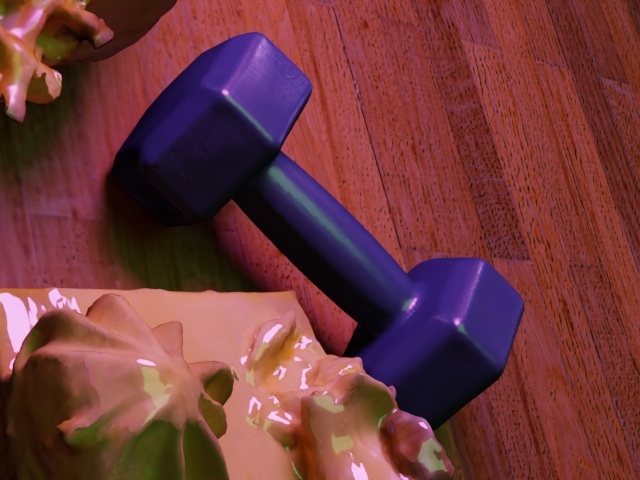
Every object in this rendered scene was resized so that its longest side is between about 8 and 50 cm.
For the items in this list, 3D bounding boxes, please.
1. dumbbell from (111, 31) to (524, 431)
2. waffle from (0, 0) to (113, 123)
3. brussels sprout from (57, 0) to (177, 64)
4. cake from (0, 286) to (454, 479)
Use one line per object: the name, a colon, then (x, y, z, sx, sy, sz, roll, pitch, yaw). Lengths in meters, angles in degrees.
dumbbell: (0.000, -0.001, 0.997, 0.316, 0.156, 0.143, 44, 12, -17)
waffle: (-0.206, -0.190, 0.623, 0.329, 0.062, 0.329, 24, 62, -54)
brussels sprout: (-0.191, -0.308, 0.894, 0.315, 0.276, 0.371, -20, 81, -46)
cake: (-0.094, 0.146, 0.693, 0.227, 0.286, 0.222, 2, 64, -45)
